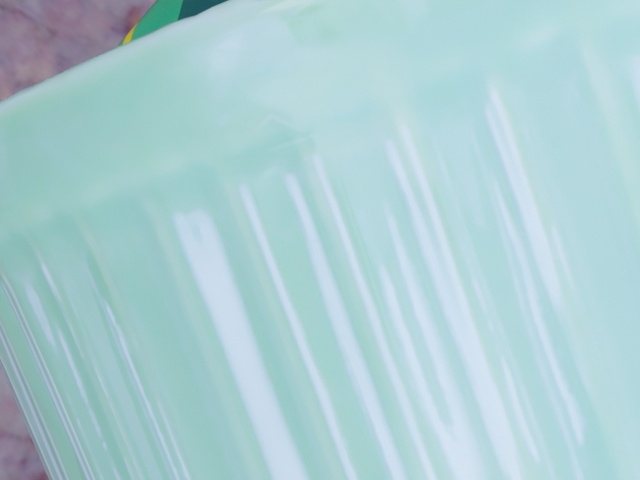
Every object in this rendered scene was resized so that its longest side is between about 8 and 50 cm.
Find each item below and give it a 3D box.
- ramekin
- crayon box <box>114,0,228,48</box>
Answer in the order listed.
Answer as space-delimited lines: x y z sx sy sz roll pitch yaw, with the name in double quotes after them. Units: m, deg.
0.052 0.003 0.495 0.303 0.303 0.148 -19 91 -19 "ramekin"
0.000 0.000 1.028 0.313 0.106 0.363 -53 143 -22 "crayon box"
